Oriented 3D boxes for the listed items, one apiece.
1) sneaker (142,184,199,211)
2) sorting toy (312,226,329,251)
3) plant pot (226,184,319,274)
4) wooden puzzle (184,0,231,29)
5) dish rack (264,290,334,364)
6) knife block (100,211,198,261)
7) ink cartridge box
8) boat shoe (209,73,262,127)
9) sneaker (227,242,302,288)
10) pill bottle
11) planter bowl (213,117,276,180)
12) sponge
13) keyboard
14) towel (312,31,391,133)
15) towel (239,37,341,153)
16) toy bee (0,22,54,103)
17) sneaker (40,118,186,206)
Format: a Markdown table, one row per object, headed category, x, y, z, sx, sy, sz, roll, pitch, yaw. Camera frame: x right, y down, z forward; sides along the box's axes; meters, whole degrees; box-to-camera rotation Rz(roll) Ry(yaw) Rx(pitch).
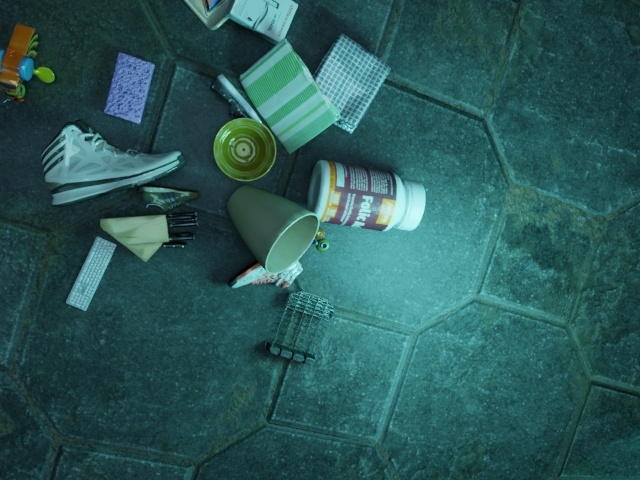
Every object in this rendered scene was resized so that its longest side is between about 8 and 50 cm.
| category | x | y | z | sx | sy | sz | roll | pitch | yaw |
| --- | --- | --- | --- | --- | --- | --- | --- | --- | --- |
| sneaker | -0.526 | -0.142 | 1.706 | 0.192 | 0.064 | 0.086 | 6 | 103 | -14 |
| sorting toy | 0.000 | 0.000 | 1.853 | 0.061 | 0.042 | 0.102 | -26 | 102 | -9 |
| plant pot | -0.190 | -0.064 | 1.690 | 0.274 | 0.256 | 0.256 | 39 | 86 | 21 |
| wooden puzzle | -0.369 | -0.949 | 1.635 | 0.322 | 0.080 | 0.348 | -45 | 104 | -5 |
| dish rack | -0.073 | 0.332 | 1.862 | 0.208 | 0.074 | 0.271 | 21 | 90 | -16 |
| knife block | -0.574 | -0.060 | 1.688 | 0.276 | 0.088 | 0.242 | 41 | 85 | -14 |
| ink cartridge box | -0.199 | -0.787 | 1.661 | 0.203 | 0.086 | 0.148 | 20 | 99 | -29 |
| boat shoe | -0.298 | -0.474 | 1.711 | 0.076 | 0.080 | 0.228 | -41 | 103 | 2 |
| sneaker | -0.196 | 0.135 | 1.798 | 0.270 | 0.090 | 0.145 | -34 | 100 | -10 |
| pill bottle | 0.164 | -0.154 | 1.779 | 0.392 | 0.224 | 0.224 | 8 | 95 | -13 |
| planter bowl | -0.270 | -0.322 | 1.725 | 0.217 | 0.090 | 0.217 | -3 | 102 | -13 |
| sponge | -0.645 | -0.513 | 1.647 | 0.117 | 0.031 | 0.210 | 15 | 94 | -14 |
| keyboard | -0.797 | 0.116 | 1.694 | 0.072 | 0.014 | 0.256 | 25 | 90 | -15 |
| towel | 0.092 | -0.567 | 1.768 | 0.235 | 0.121 | 0.283 | 30 | 89 | -14 |
| towel | -0.113 | -0.502 | 1.715 | 0.248 | 0.038 | 0.325 | -30 | 106 | 27 |
| toy bee | -0.969 | -0.520 | 1.526 | 0.195 | 0.162 | 0.298 | 34 | 63 | -7 |
| sneaker | -0.689 | -0.287 | 1.592 | 0.448 | 0.169 | 0.257 | -17 | 102 | -8 |
